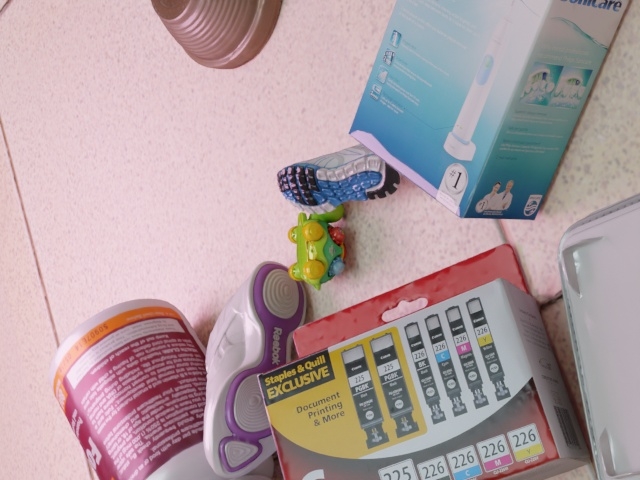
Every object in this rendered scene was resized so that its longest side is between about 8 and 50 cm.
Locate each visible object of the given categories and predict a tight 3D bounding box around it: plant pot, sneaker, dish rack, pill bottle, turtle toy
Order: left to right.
[{"bbox_3d":[-0.205,0.289,1.824,0.392,0.224,0.224,53,128,34],"label":"pill bottle"},{"bbox_3d":[-0.168,-0.364,1.856,0.237,0.110,0.237,3,93,50],"label":"plant pot"},{"bbox_3d":[-0.097,0.183,1.748,0.152,0.114,0.305,-37,33,50],"label":"sneaker"},{"bbox_3d":[0.000,0.000,1.703,0.095,0.066,0.130,172,98,-72],"label":"turtle toy"},{"bbox_3d":[0.033,-0.086,1.652,0.191,0.083,0.071,-5,120,34],"label":"sneaker"},{"bbox_3d":[0.352,0.095,1.277,0.286,0.072,0.332,-26,66,45],"label":"dish rack"}]

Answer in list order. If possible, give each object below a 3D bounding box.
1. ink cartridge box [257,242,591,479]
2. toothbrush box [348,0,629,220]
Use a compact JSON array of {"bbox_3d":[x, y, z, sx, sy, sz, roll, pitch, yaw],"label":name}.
[{"bbox_3d":[0.101,0.166,1.459,0.309,0.130,0.271,-24,69,20],"label":"ink cartridge box"},{"bbox_3d":[0.182,-0.200,1.448,0.216,0.126,0.295,40,120,42],"label":"toothbrush box"}]
